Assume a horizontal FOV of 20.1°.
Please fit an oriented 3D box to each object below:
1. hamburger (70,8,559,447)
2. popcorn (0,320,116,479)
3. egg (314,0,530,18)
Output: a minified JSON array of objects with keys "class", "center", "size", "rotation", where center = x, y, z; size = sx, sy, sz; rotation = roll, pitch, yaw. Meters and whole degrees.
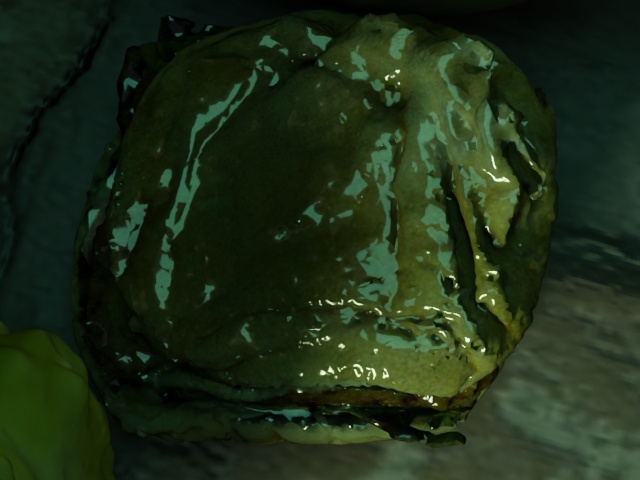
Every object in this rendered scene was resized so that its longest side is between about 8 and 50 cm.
[{"class":"hamburger","center":[0.000,0.000,0.762],"size":[0.206,0.130,0.183],"rotation":[2,75,17]},{"class":"popcorn","center":[-0.189,0.116,0.661],"size":[0.242,0.235,0.250],"rotation":[5,32,-7]},{"class":"egg","center":[0.050,-0.236,0.727],"size":[0.278,0.336,0.278],"rotation":[1,78,-5]}]
